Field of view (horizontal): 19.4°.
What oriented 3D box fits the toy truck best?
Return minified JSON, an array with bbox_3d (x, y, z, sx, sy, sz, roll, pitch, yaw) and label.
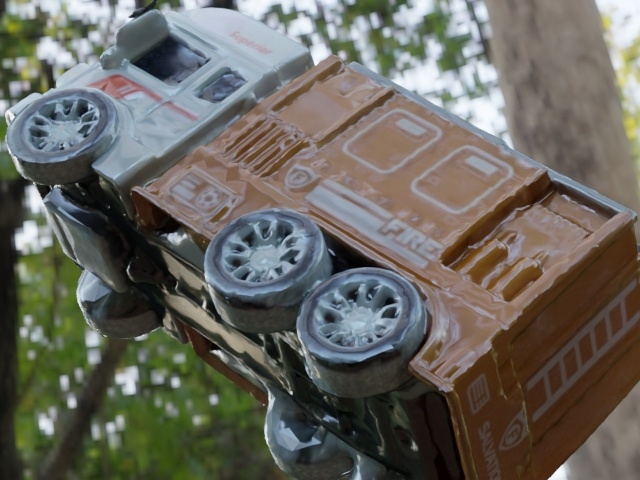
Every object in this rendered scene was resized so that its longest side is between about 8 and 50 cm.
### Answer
[{"bbox_3d":[0.000,0.000,1.103,0.207,0.387,0.173,-41,-40,-22],"label":"toy truck"}]
